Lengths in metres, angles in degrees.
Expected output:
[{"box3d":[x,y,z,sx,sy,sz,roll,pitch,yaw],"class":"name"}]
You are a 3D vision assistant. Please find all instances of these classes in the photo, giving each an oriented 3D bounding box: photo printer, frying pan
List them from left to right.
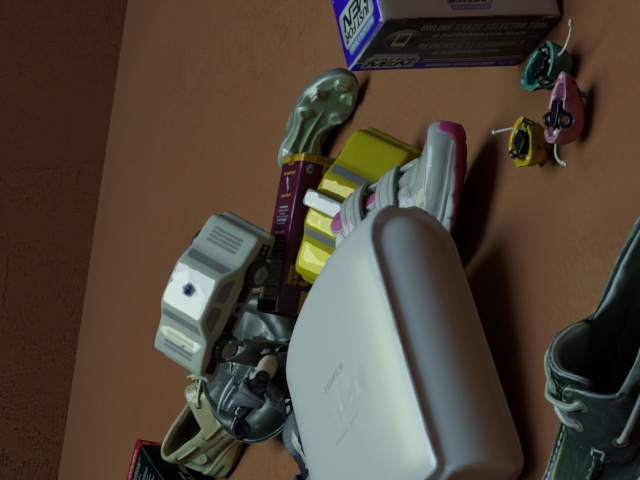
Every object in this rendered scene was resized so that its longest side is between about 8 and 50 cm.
[{"box3d":[-0.107,0.107,2.184,0.197,0.053,0.326,-45,52,30],"class":"frying pan"},{"box3d":[0.064,0.139,1.580,0.256,0.107,0.307,120,144,-47],"class":"photo printer"}]

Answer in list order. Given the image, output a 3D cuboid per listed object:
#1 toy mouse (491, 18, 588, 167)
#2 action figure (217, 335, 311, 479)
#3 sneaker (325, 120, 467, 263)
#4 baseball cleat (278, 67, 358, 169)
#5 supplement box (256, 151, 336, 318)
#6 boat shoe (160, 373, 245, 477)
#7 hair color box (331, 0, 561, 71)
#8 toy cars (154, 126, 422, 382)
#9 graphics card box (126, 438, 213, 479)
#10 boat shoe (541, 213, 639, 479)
[{"box3d":[0.208,-0.127,1.500,0.161,0.031,0.143,-113,37,-62],"class":"toy mouse"},{"box3d":[-0.010,0.197,1.772,0.099,0.185,0.285,-67,31,31],"class":"action figure"},{"box3d":[0.070,-0.016,1.702,0.103,0.111,0.252,-70,2,-59],"class":"sneaker"},{"box3d":[-0.007,-0.172,2.179,0.206,0.072,0.109,126,158,-47],"class":"baseball cleat"},{"box3d":[0.000,0.000,1.978,0.081,0.104,0.188,176,104,-72],"class":"supplement box"},{"box3d":[-0.134,0.215,2.284,0.302,0.098,0.109,121,155,-45],"class":"boat shoe"},{"box3d":[0.089,-0.334,1.625,0.110,0.185,0.338,128,134,-59],"class":"hair color box"},{"box3d":[-0.053,0.014,1.880,0.394,0.087,0.176,-30,66,26],"class":"toy cars"},{"box3d":[-0.217,0.439,2.423,0.371,0.094,0.232,-157,80,-74],"class":"graphics card box"},{"box3d":[0.211,0.089,1.189,0.121,0.119,0.335,-104,30,-55],"class":"boat shoe"}]
